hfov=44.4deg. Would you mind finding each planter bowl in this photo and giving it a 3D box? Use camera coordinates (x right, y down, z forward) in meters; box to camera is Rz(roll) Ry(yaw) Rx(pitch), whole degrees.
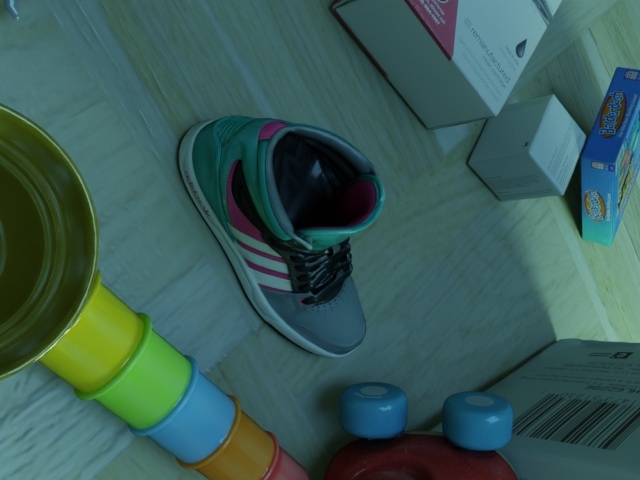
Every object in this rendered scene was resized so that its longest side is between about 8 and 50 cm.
[{"bbox_3d":[-0.288,0.002,0.594,0.217,0.090,0.217,3,84,-33],"label":"planter bowl"}]

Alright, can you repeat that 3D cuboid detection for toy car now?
[{"bbox_3d":[0.087,0.282,0.753,0.238,0.210,0.219,-32,124,-73],"label":"toy car"}]

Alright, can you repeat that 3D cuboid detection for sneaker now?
[{"bbox_3d":[0.000,0.000,0.762,0.124,0.178,0.295,-47,116,-29],"label":"sneaker"}]

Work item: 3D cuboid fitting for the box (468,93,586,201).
[{"bbox_3d":[0.268,-0.117,1.019,0.087,0.101,0.102,41,64,-29],"label":"box"}]

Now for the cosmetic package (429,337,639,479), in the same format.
[{"bbox_3d":[0.382,0.360,0.939,0.327,0.329,0.394,-21,102,-41],"label":"cosmetic package"}]

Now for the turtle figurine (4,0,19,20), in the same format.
[{"bbox_3d":[-0.188,-0.375,0.622,0.275,0.198,0.266,-46,111,-33],"label":"turtle figurine"}]

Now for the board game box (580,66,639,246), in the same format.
[{"bbox_3d":[0.414,-0.113,1.108,0.160,0.047,0.210,-62,150,-22],"label":"board game box"}]

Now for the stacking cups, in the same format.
[{"bbox_3d":[-0.126,0.162,0.715,0.316,0.096,0.096,49,62,-26],"label":"stacking cups"}]

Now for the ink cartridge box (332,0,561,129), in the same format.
[{"bbox_3d":[0.173,-0.309,0.942,0.207,0.117,0.283,45,64,-27],"label":"ink cartridge box"}]
